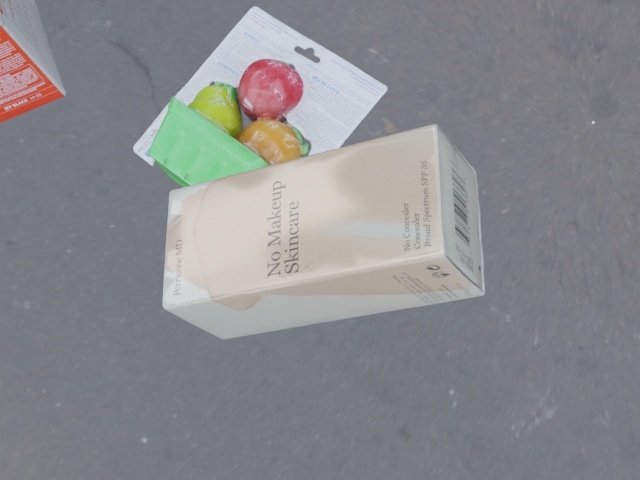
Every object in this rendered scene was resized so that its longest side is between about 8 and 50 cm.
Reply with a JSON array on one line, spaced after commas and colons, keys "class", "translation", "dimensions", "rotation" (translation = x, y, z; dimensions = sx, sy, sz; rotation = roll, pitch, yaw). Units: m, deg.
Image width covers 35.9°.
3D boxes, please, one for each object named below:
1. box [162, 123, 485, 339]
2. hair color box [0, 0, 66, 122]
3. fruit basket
[{"class": "box", "translation": [0.000, 0.000, 1.017], "dimensions": [0.311, 0.121, 0.148], "rotation": [-13, 64, 24]}, {"class": "hair color box", "translation": [-0.213, -0.147, 0.571], "dimensions": [0.053, 0.167, 0.093], "rotation": [-22, 71, 0]}, {"class": "fruit basket", "translation": [-0.110, -0.208, 1.739], "dimensions": [0.327, 0.165, 0.353], "rotation": [35, 75, 24]}]
